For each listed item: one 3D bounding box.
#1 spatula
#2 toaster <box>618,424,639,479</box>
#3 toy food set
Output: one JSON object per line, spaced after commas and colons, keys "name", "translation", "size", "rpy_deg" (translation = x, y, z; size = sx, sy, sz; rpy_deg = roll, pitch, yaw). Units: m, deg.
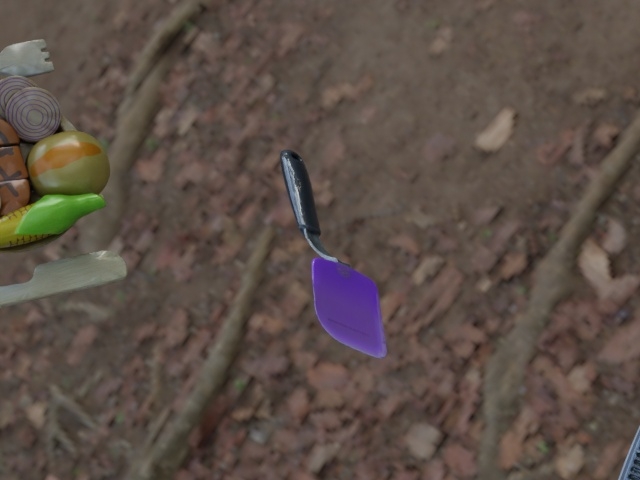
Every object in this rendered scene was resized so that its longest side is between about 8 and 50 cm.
{"name": "spatula", "translation": [0.000, 0.000, 1.606], "size": [0.030, 0.084, 0.296], "rpy_deg": [-52, 35, 22]}
{"name": "toaster", "translation": [0.243, 0.097, 0.885], "size": [0.146, 0.129, 0.227], "rpy_deg": [-37, -32, -67]}
{"name": "toy food set", "translation": [-0.210, -0.052, 1.108], "size": [0.192, 0.132, 0.038], "rpy_deg": [67, 157, 19]}
